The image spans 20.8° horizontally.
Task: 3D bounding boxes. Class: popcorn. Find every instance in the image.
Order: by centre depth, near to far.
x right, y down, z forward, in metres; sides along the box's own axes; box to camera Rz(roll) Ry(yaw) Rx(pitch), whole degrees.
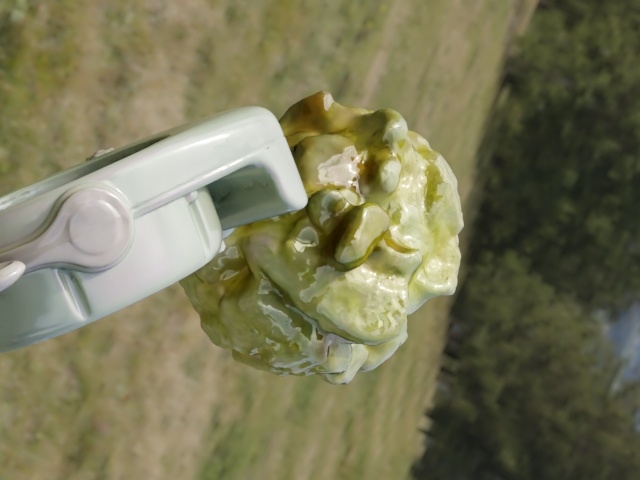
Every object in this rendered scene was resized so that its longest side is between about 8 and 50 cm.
[{"bbox_3d":[0.001,0.001,1.119,0.187,0.167,0.185,-42,174,27],"label":"popcorn"}]

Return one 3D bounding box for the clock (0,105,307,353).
[{"bbox_3d":[-0.113,0.001,0.799,0.151,0.062,0.191,-13,-168,48],"label":"clock"}]
